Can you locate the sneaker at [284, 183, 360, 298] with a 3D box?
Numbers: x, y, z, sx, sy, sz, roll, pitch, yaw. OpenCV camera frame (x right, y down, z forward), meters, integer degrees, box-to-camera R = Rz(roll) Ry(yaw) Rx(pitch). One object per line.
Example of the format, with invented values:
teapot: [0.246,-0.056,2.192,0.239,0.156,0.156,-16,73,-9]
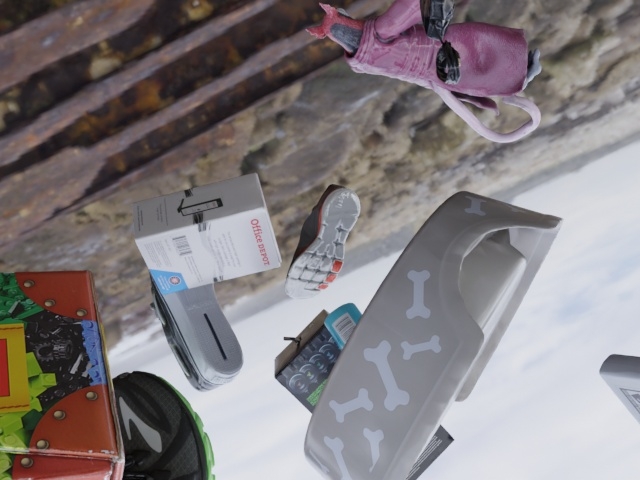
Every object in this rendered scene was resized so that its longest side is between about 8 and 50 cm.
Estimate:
sneaker: [0.000,0.000,1.096,0.158,0.061,0.065,-61,-155,12]

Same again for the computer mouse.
computer mouse: [0.159,-0.269,1.091,0.041,0.242,0.071,-1,133,-2]

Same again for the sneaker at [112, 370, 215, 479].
sneaker: [-0.268,0.392,1.209,0.185,0.483,0.202,-25,142,23]

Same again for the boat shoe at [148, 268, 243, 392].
boat shoe: [-0.248,0.110,1.516,0.121,0.335,0.119,-1,152,-45]

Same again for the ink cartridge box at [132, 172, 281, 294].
ink cartridge box: [-0.176,-0.009,1.369,0.203,0.086,0.148,-14,140,-1]

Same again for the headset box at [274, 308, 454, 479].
headset box: [0.053,0.245,1.407,0.131,0.283,0.246,-45,-178,-3]

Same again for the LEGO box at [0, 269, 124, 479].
LEGO box: [-0.379,0.273,0.701,0.372,0.193,0.500,-1,131,-23]

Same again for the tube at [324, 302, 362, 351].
tube: [0.078,0.180,1.193,0.052,0.207,0.080,-5,141,-43]

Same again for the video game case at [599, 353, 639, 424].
video game case: [0.487,0.246,0.889,0.036,0.329,0.300,-48,-161,-20]

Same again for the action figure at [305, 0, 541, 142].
action figure: [0.149,-0.296,1.426,0.370,0.276,0.248,7,158,-19]

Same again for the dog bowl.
dog bowl: [0.106,0.107,0.844,0.349,0.102,0.349,-53,164,-22]
